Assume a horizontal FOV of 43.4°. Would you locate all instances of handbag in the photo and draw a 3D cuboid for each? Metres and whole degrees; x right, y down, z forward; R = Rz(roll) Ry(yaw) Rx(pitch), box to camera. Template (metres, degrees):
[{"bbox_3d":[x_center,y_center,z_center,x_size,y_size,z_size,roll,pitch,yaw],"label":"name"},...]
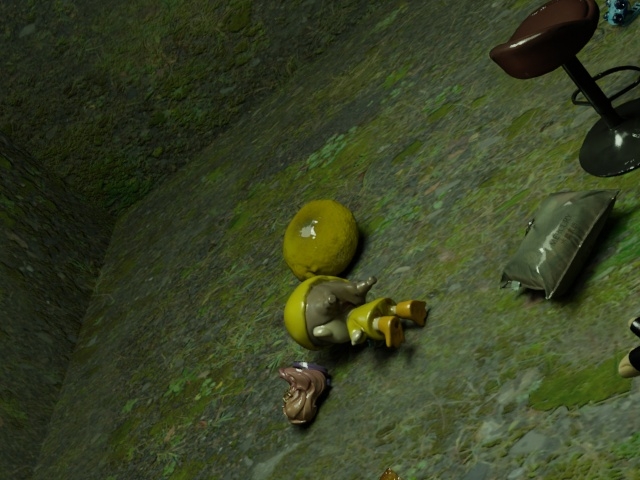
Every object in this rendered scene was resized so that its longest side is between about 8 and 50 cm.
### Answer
[{"bbox_3d":[0.474,0.000,1.629,0.270,0.117,0.182,-55,20,-11],"label":"handbag"}]

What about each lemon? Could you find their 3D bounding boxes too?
[{"bbox_3d":[0.000,0.000,2.197,0.204,0.204,0.260,-5,53,52],"label":"lemon"}]

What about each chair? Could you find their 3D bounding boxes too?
[{"bbox_3d":[0.534,-0.338,1.658,0.227,0.401,0.226,-35,31,25],"label":"chair"}]

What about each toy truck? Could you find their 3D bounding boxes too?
[{"bbox_3d":[0.758,-0.572,2.002,0.056,0.090,0.073,-125,34,-61],"label":"toy truck"}]

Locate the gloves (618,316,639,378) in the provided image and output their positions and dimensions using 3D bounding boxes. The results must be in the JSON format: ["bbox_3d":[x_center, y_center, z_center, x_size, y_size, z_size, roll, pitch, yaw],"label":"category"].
[{"bbox_3d":[0.574,0.159,1.236,0.197,0.152,0.301,-19,4,-17],"label":"gloves"}]

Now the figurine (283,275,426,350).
[{"bbox_3d":[0.073,0.178,1.907,0.344,0.215,0.187,0,98,41],"label":"figurine"}]

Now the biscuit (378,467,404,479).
[{"bbox_3d":[0.150,0.519,1.517,0.126,0.025,0.206,-51,27,-6],"label":"biscuit"}]

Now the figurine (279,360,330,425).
[{"bbox_3d":[-0.046,0.355,1.910,0.114,0.126,0.157,97,-172,-50],"label":"figurine"}]
